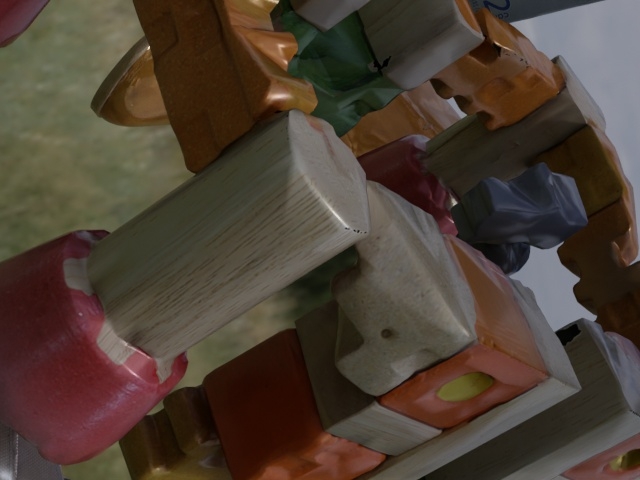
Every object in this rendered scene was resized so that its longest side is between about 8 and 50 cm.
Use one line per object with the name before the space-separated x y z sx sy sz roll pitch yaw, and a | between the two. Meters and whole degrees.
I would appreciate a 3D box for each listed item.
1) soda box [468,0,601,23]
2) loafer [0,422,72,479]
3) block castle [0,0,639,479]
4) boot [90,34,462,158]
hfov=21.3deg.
soda box | 0.094 -0.274 0.997 0.286 0.091 0.098 64 29 -28
loafer | -0.186 0.235 1.189 0.134 0.130 0.366 25 -37 39
block castle | 0.000 0.000 0.840 0.453 0.213 0.303 28 36 -51
boot | -0.003 -0.082 1.212 0.211 0.104 0.295 51 42 9
